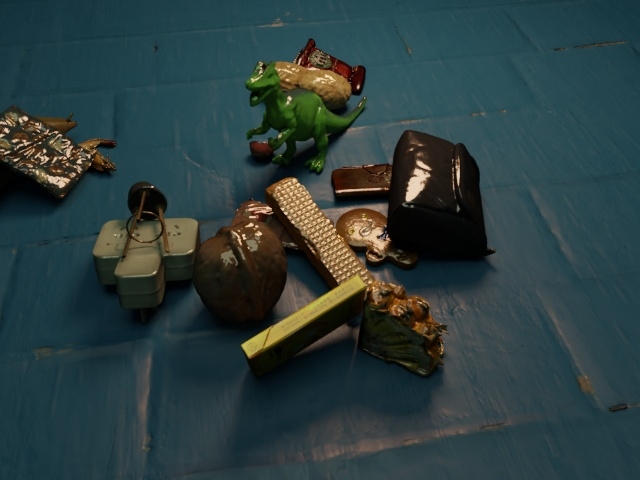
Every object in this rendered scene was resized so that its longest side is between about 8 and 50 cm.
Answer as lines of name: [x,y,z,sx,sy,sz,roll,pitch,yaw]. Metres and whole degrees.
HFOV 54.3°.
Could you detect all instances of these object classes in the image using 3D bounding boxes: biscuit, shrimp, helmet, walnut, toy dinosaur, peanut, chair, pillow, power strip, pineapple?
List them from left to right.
pillow: [-0.741,-0.236,1.632,0.255,0.034,0.189,32,46,-16]
shrimp: [-0.615,-0.245,1.769,0.178,0.034,0.124,22,44,24]
chair: [-0.393,-0.048,1.419,0.095,0.104,0.221,21,26,-27]
power strip: [-0.397,0.064,1.435,0.229,0.141,0.261,-3,33,-4]
walnut: [-0.171,0.067,1.349,0.224,0.224,0.224,0,47,0]
helmet: [-0.160,-0.252,1.762,0.084,0.065,0.049,2,85,-11]
pillow: [-0.096,-0.029,1.546,0.248,0.049,0.135,13,49,1]
peanut: [-0.052,-0.480,1.927,0.298,0.120,0.136,17,4,17]
toy dinosaur: [-0.032,-0.399,1.697,0.144,0.374,0.500,18,51,27]
biscuit: [0.000,0.000,1.473,0.094,0.054,0.379,-29,67,-23]
biscuit: [0.034,-0.563,2.036,0.235,0.063,0.151,25,47,-7]
biscuit: [0.148,-0.011,1.550,0.236,0.039,0.180,21,51,20]
pineapple: [0.156,0.179,1.300,0.236,0.186,0.114,45,40,-15]

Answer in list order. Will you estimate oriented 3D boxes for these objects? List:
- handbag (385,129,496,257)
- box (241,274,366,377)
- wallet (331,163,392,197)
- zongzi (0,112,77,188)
handbag: [0.309,-0.121,1.529,0.275,0.178,0.302,14,48,-4]
box: [-0.029,0.177,1.263,0.269,0.152,0.043,-31,66,-14]
wallet: [0.157,-0.164,1.695,0.255,0.031,0.137,-2,43,-5]
zongzi: [-0.840,-0.181,1.619,0.418,0.181,0.447,-9,48,-19]
